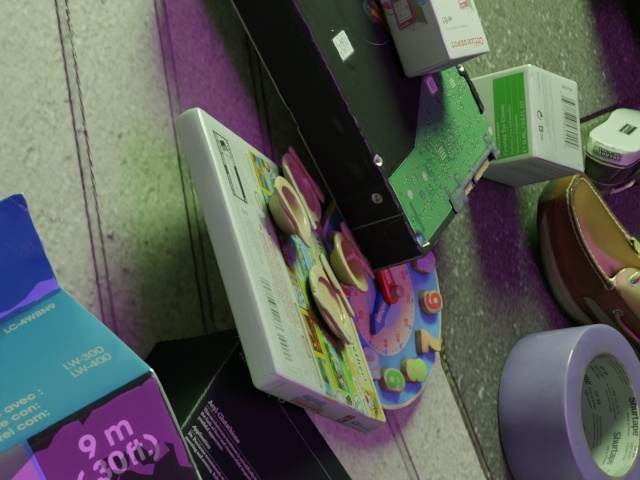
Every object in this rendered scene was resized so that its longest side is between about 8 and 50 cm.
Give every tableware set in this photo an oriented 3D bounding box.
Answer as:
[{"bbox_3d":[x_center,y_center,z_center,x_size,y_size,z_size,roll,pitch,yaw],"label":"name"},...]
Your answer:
[{"bbox_3d":[0.000,0.000,1.263,0.141,0.020,0.169,61,16,-13],"label":"tableware set"}]

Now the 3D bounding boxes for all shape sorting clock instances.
[{"bbox_3d":[0.056,0.049,1.405,0.206,0.040,0.206,16,69,-49],"label":"shape sorting clock"}]

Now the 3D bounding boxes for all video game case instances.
[{"bbox_3d":[-0.029,0.028,1.214,0.206,0.026,0.227,33,34,-61],"label":"video game case"}]

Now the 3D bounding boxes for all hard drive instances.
[{"bbox_3d":[0.035,-0.171,1.385,0.339,0.064,0.237,61,34,-15],"label":"hard drive"}]

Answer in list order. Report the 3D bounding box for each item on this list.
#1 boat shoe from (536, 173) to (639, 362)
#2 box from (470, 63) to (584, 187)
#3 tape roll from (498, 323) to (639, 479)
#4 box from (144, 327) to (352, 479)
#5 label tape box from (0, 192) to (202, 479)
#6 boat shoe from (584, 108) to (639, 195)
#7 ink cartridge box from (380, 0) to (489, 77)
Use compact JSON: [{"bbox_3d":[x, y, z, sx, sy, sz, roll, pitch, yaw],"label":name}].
[{"bbox_3d":[0.345,0.062,1.708,0.324,0.120,0.122,59,42,-24],"label":"boat shoe"},{"bbox_3d":[0.207,-0.116,1.601,0.102,0.087,0.101,11,72,-50],"label":"box"},{"bbox_3d":[0.266,0.184,1.610,0.189,0.080,0.189,18,66,-49],"label":"tape roll"},{"bbox_3d":[-0.061,0.224,1.159,0.261,0.103,0.184,58,44,-24],"label":"box"},{"bbox_3d":[-0.197,0.180,0.914,0.249,0.115,0.348,-28,107,-25],"label":"label tape box"},{"bbox_3d":[0.353,-0.102,1.810,0.219,0.078,0.070,-23,134,-56],"label":"boat shoe"},{"bbox_3d":[0.096,-0.213,1.389,0.088,0.052,0.122,-22,95,-58],"label":"ink cartridge box"}]
